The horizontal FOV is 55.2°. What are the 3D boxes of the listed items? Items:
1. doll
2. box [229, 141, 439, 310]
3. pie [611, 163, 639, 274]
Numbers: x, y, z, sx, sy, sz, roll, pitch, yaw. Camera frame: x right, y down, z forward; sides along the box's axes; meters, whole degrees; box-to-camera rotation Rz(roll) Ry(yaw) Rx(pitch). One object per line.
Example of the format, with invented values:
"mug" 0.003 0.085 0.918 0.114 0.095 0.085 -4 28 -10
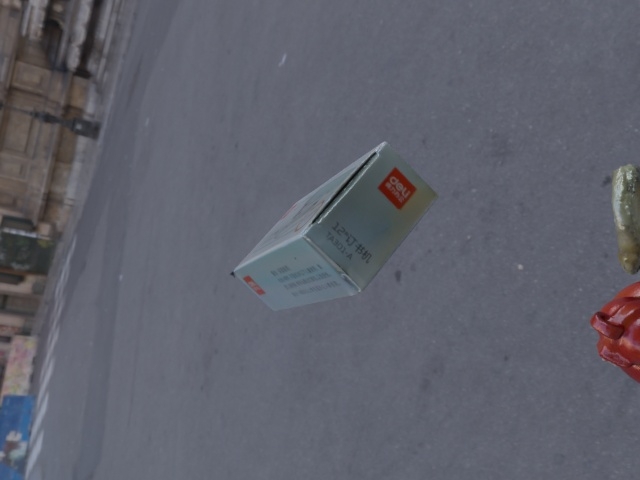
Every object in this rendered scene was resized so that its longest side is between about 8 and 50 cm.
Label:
"doll" 0.517 0.139 0.891 0.183 0.362 0.160 52 126 52
"box" 0.000 0.000 0.662 0.135 0.079 0.269 -48 9 -21
"pie" 0.549 -0.033 1.069 0.052 0.218 0.185 -4 75 33
